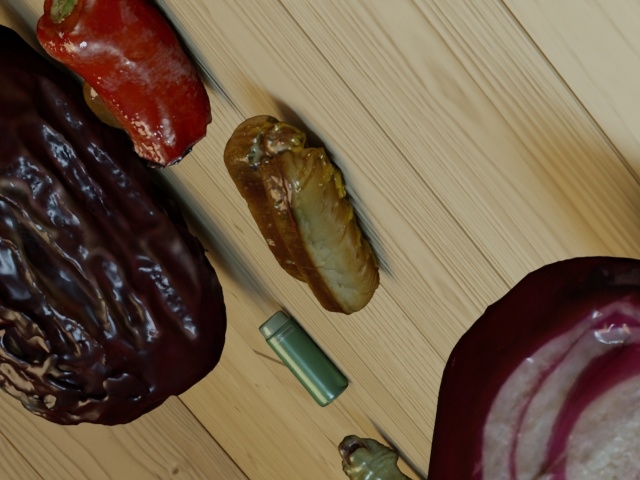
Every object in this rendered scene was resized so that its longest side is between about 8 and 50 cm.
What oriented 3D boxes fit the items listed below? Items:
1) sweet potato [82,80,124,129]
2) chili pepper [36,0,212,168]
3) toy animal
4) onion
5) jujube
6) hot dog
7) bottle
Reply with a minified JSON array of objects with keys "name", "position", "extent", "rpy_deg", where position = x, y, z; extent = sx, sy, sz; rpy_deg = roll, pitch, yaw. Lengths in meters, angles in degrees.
[{"name":"sweet potato","position":[-0.150,-0.101,1.398],"extent":[0.034,0.034,0.095],"rpy_deg":[44,167,24]},{"name":"chili pepper","position":[-0.114,-0.105,1.137],"extent":[0.070,0.073,0.123],"rpy_deg":[-10,137,27]},{"name":"toy animal","position":[0.106,0.248,1.603],"extent":[0.241,0.057,0.099],"rpy_deg":[46,177,1]},{"name":"onion","position":[0.101,0.108,0.680],"extent":[0.173,0.198,0.135],"rpy_deg":[51,-170,29]},{"name":"jujube","position":[-0.245,-0.012,1.604],"extent":[0.376,0.258,0.258],"rpy_deg":[56,169,-4]},{"name":"hot dog","position":[-0.010,-0.015,1.095],"extent":[0.071,0.045,0.165],"rpy_deg":[44,169,30]},{"name":"bottle","position":[-0.014,0.094,1.573],"extent":[0.083,0.030,0.030],"rpy_deg":[49,170,-1]}]
